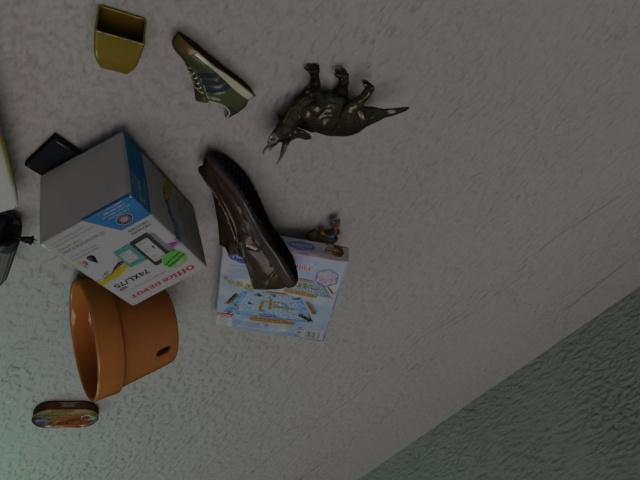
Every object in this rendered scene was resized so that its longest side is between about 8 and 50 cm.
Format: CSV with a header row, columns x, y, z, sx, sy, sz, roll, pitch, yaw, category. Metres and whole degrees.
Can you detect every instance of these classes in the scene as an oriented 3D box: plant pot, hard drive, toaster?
x,y,z,sx,sy,sz,roll,pitch,yaw,category
-0.358,-0.346,0.914,0.081,0.082,0.083,9,140,-26,plant pot
-0.522,-0.149,1.076,0.094,0.022,0.135,-36,133,15,hard drive
-0.732,0.012,1.085,0.226,0.129,0.146,13,130,-31,toaster
-0.482,0.225,1.282,0.203,0.291,0.291,-8,136,-35,plant pot

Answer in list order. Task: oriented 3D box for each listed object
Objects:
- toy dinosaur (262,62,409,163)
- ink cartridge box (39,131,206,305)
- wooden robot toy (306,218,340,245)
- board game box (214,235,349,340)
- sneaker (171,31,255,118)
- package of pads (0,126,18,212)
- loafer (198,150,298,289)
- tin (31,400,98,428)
x,y,z,sx,sy,sz,roll,pitch,yaw,category
0.026,-0.277,1.104,0.313,0.121,0.160,-10,146,-17,toy dinosaur
-0.401,-0.036,1.079,0.198,0.197,0.270,-28,142,5,ink cartridge box
0.000,0.000,1.383,0.079,0.076,0.173,23,129,8,wooden robot toy
-0.112,0.126,1.388,0.318,0.066,0.318,10,130,-6,board game box
-0.220,-0.306,1.003,0.086,0.064,0.192,-45,133,16,sneaker
-0.684,-0.162,0.911,0.229,0.101,0.297,-21,141,-33,package of pads
-0.182,-0.024,1.171,0.130,0.134,0.366,-25,109,8,loafer
-0.795,0.544,1.621,0.189,0.040,0.106,9,132,-26,tin
